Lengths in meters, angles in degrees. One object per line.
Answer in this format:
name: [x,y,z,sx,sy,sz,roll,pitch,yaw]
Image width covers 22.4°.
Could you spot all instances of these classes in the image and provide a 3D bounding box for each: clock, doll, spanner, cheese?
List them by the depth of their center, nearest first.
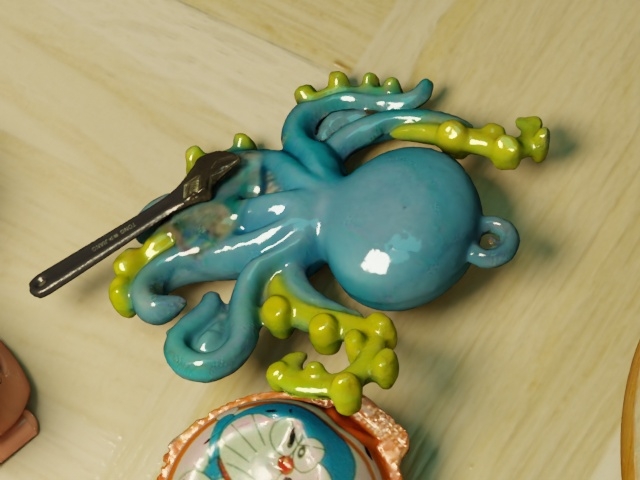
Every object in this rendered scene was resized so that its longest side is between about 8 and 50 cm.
cheese: [-0.065,0.248,1.239,0.329,0.129,0.217,-45,67,-9]
clock: [-0.307,0.101,1.323,0.093,0.162,0.166,-39,67,-10]
doll: [0.000,0.000,1.346,0.341,0.099,0.346,4,50,25]
spanner: [-0.156,-0.015,1.357,0.208,0.012,0.046,-34,40,-4]

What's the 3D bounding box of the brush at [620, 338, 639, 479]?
brush: [0.309,0.121,1.212,0.174,0.166,0.266,24,76,18]
